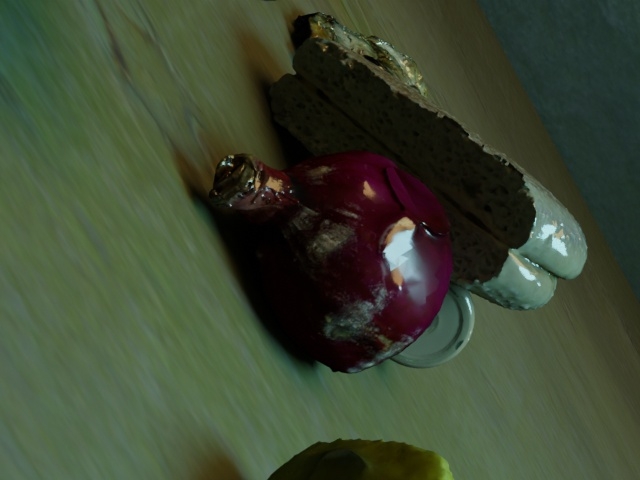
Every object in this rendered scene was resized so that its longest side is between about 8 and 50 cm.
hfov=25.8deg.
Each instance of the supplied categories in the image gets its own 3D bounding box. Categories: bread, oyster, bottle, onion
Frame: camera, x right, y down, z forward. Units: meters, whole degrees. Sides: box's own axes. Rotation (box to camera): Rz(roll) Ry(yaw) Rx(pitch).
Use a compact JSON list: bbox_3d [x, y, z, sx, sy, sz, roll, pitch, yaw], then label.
[{"bbox_3d":[0.102,-0.052,1.190,0.183,0.102,0.337,26,13,-50],"label":"bread"},{"bbox_3d":[0.070,-0.142,1.464,0.259,0.092,0.198,53,15,-21],"label":"oyster"},{"bbox_3d":[0.080,0.044,1.214,0.099,0.099,0.152,59,9,-15],"label":"bottle"},{"bbox_3d":[0.013,-0.007,1.005,0.198,0.135,0.173,46,21,-40],"label":"onion"},{"bbox_3d":[0.022,0.181,0.784,0.111,0.129,0.114,-47,121,-33],"label":"bread"}]
